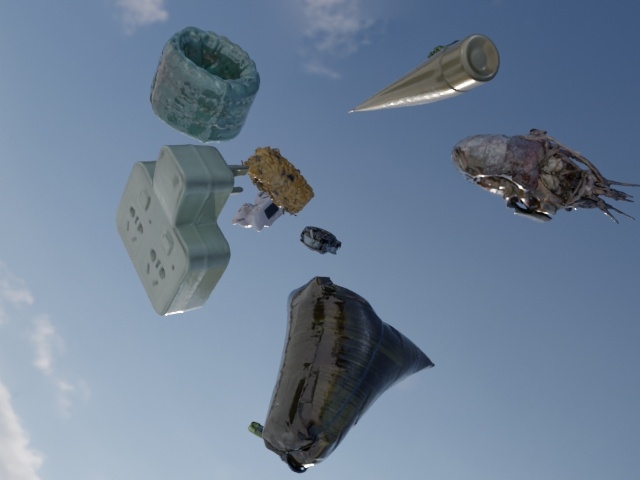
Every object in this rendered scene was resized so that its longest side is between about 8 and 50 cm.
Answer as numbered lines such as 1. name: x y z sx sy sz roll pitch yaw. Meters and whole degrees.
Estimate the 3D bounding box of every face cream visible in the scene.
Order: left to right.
1. face cream: 0.190 -0.289 1.179 0.341 0.137 0.084 -7 -83 64

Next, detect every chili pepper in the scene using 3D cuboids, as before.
1. chili pepper: 0.262 -0.402 1.326 0.027 0.083 0.022 43 -26 48

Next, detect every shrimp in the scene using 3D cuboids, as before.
1. shrimp: 0.372 -0.101 1.003 0.145 0.342 0.117 128 -25 -66

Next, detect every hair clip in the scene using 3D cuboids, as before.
1. hair clip: -0.093 0.487 1.558 0.188 0.060 0.033 8 -74 16

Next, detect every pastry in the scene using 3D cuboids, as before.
1. pastry: -0.075 -0.111 1.138 0.140 0.080 0.056 52 -21 -25

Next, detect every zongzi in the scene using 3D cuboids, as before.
1. zongzi: 0.091 0.335 1.359 0.432 0.404 0.207 34 -43 -25

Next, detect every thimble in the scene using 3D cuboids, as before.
1. thimble: -0.232 -0.312 1.243 0.235 0.198 0.143 57 -48 34

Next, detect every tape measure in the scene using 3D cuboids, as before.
1. tape measure: -0.001 -0.001 1.563 0.094 0.091 0.054 28 -75 34

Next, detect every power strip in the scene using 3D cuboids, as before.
1. power strip: -0.219 -0.040 1.038 0.230 0.141 0.261 56 -48 25

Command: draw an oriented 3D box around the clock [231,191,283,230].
1. clock: -0.180 -0.099 1.889 0.117 0.176 0.080 8 -47 41
